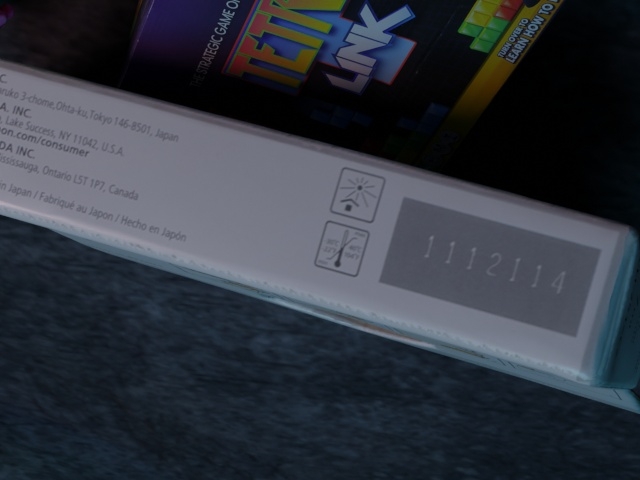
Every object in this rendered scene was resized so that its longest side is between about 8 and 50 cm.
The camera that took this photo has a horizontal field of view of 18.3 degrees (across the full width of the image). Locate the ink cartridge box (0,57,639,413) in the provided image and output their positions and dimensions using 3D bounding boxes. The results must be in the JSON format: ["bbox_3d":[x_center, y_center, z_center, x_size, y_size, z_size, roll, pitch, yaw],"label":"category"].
[{"bbox_3d":[0.000,0.000,0.861,0.296,0.066,0.261,16,178,15],"label":"ink cartridge box"}]

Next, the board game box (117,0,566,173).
[{"bbox_3d":[0.009,-0.097,0.759,0.141,0.048,0.170,15,150,-10],"label":"board game box"}]

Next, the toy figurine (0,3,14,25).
[{"bbox_3d":[-0.127,-0.134,0.629,0.130,0.159,0.173,7,150,8],"label":"toy figurine"}]
